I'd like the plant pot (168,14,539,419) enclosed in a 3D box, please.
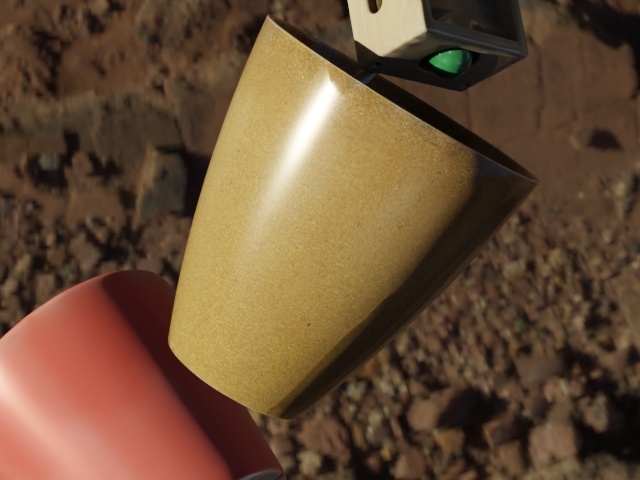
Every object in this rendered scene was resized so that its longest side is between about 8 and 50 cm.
[{"bbox_3d":[0.000,0.000,1.234,0.237,0.237,0.254,26,100,-25],"label":"plant pot"}]

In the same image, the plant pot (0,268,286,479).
[{"bbox_3d":[-0.180,0.203,1.581,0.275,0.243,0.275,-36,156,-19],"label":"plant pot"}]

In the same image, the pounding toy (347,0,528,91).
[{"bbox_3d":[0.068,-0.162,1.197,0.130,0.141,0.100,8,157,-41],"label":"pounding toy"}]
